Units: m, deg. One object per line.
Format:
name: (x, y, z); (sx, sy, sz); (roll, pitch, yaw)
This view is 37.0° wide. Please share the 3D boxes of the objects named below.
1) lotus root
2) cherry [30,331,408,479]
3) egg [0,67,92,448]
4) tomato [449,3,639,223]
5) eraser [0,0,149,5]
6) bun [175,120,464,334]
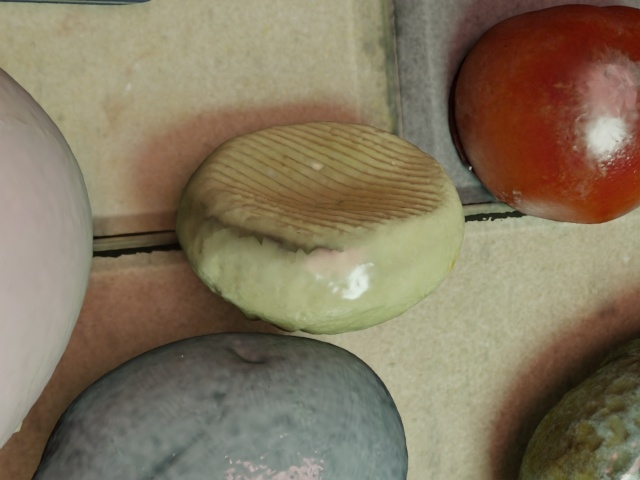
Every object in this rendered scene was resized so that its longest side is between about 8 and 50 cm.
lotus root: (0.308, 0.175, 0.861); (0.350, 0.175, 0.175); (-37, 103, -21)
cherry: (-0.057, 0.189, 0.684); (0.296, 0.218, 0.254); (14, 109, -15)
egg: (-0.291, 0.011, 0.546); (0.340, 0.355, 0.354); (-18, 97, -38)
tomato: (0.235, -0.113, 0.828); (0.228, 0.112, 0.199); (-13, 90, -5)
eraser: (-0.237, -0.220, 0.713); (0.225, 0.036, 0.081); (-3, 93, -21)
bun: (0.000, 0.000, 0.743); (0.223, 0.222, 0.127); (-13, 129, -20)
